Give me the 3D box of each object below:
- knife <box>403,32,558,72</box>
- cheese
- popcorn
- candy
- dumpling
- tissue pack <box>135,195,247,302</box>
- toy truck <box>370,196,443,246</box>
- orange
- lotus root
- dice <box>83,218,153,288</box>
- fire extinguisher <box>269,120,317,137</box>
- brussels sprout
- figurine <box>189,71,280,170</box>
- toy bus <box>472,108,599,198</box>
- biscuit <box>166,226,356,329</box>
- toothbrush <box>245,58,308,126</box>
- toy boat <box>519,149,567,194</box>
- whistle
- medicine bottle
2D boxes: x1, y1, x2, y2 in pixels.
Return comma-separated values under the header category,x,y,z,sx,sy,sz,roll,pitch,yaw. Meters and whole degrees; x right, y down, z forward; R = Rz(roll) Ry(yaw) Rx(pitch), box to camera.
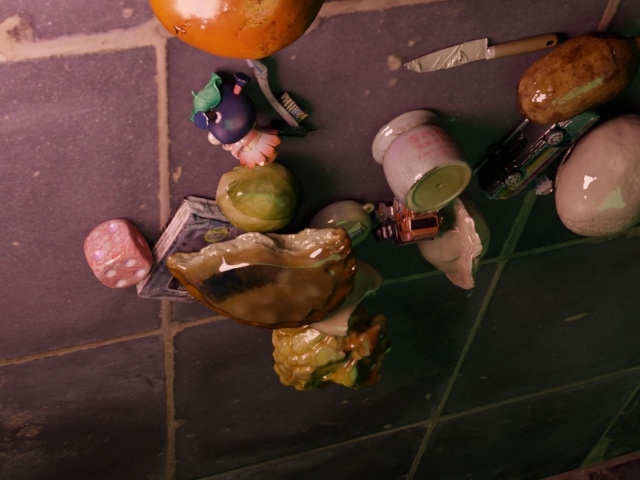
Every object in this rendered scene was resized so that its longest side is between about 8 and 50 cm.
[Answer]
category,x,y,z,sx,sy,sz,roll,pitch,yaw
knife,0.279,-0.328,1.655,0.298,0.017,0.047,-14,138,-13
cheese,-0.011,0.093,1.902,0.249,0.163,0.071,20,173,-2
popcorn,0.020,0.213,2.051,0.258,0.224,0.270,9,164,-19
candy,0.600,-0.121,1.926,0.295,0.185,0.295,-28,141,-26
dumpling,0.275,0.004,1.944,0.147,0.193,0.258,-21,157,-12
tissue pack,-0.226,0.022,1.794,0.173,0.073,0.235,10,134,-37
toy truck,0.165,-0.037,1.872,0.083,0.092,0.192,-9,177,-18
orange,-0.104,-0.349,1.224,0.240,0.240,0.240,-15,145,-11
lotus root,0.469,-0.296,1.706,0.260,0.128,0.145,-24,172,9
dice,-0.359,0.023,1.705,0.091,0.094,0.093,-29,145,3
fire extinguisher,-0.049,-0.190,1.652,0.083,0.025,0.038,-1,178,-28
brussels sprout,-0.105,-0.078,1.690,0.155,0.117,0.155,7,140,6
figurine,-0.132,-0.192,1.538,0.195,0.102,0.111,39,80,-48
toy bus,0.417,-0.185,1.868,0.109,0.091,0.261,6,139,-44
biscuit,-0.085,0.062,1.723,0.329,0.078,0.335,28,134,-34
toothbrush,-0.118,-0.292,1.467,0.042,0.035,0.413,-46,144,-2
toy boat,0.465,-0.132,1.983,0.140,0.066,0.059,-30,148,13
whistle,0.000,0.000,1.900,0.258,0.067,0.126,-31,147,16
medicine bottle,0.183,-0.144,1.738,0.147,0.143,0.147,-19,148,-13
